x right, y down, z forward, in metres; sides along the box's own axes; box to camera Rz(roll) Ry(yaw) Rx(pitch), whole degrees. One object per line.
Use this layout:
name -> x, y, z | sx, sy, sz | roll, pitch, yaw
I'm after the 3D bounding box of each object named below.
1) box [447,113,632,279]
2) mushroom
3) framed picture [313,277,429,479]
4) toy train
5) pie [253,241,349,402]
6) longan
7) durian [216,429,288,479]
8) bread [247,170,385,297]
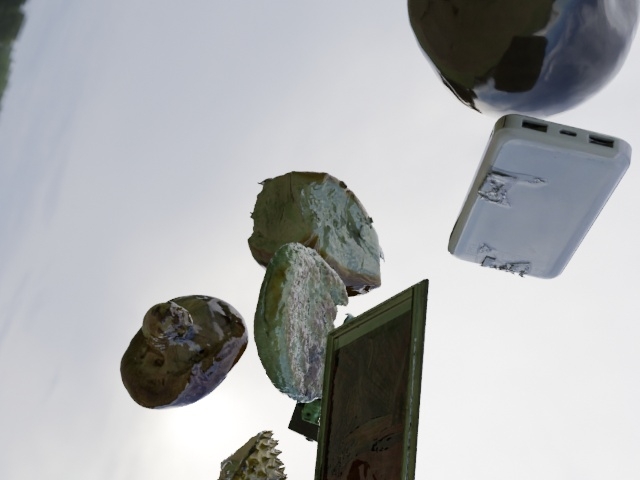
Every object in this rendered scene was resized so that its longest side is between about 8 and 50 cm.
box -> 0.232, -0.039, 1.222 | 0.285, 0.142, 0.044 | 101, 4, -61
mushroom -> -0.284, 0.202, 2.278 | 0.267, 0.267, 0.254 | -121, -150, -63
framed picture -> 0.052, 0.197, 1.294 | 0.216, 0.016, 0.273 | -35, -139, 50
toy train -> 0.052, 0.318, 2.540 | 0.253, 0.160, 0.397 | -69, 166, 10
pie -> -0.029, 0.142, 1.932 | 0.067, 0.302, 0.302 | -4, -119, 24
longan -> 0.256, -0.288, 1.375 | 0.297, 0.297, 0.297 | -50, -151, 41
durian -> -0.112, 0.417, 1.836 | 0.183, 0.138, 0.250 | -40, 178, 7
bread -> 0.000, 0.000, 2.339 | 0.250, 0.279, 0.225 | -3, -117, 55
